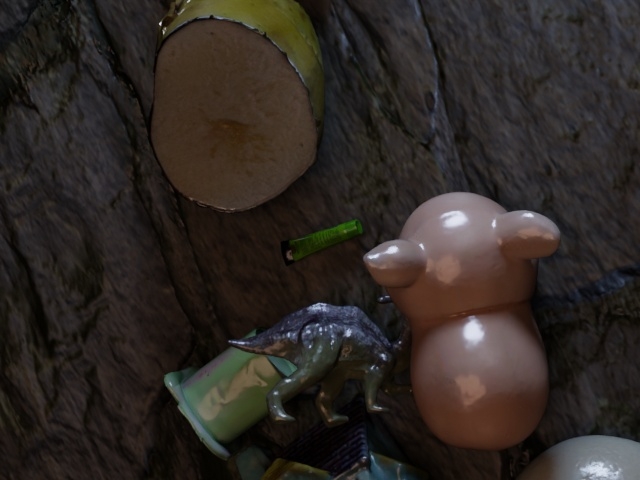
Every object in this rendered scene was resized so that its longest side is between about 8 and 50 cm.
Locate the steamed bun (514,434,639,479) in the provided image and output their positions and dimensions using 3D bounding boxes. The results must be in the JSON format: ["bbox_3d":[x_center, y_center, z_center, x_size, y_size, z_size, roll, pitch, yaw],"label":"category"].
[{"bbox_3d":[0.356,0.389,1.593,0.283,0.177,0.283,2,95,20],"label":"steamed bun"}]

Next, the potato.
[{"bbox_3d":[-0.103,-0.205,1.719,0.247,0.196,0.299,12,126,5],"label":"potato"}]

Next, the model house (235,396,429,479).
[{"bbox_3d":[-0.006,0.342,1.720,0.280,0.230,0.248,-38,57,16],"label":"model house"}]

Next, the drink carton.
[{"bbox_3d":[-0.108,0.205,1.771,0.142,0.146,0.144,-35,83,10],"label":"drink carton"}]

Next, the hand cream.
[{"bbox_3d":[0.000,0.000,1.772,0.122,0.023,0.036,-20,78,20],"label":"hand cream"}]

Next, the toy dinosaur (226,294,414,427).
[{"bbox_3d":[0.031,0.161,1.695,0.294,0.077,0.162,-4,71,-19],"label":"toy dinosaur"}]

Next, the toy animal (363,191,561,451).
[{"bbox_3d":[0.185,0.098,1.596,0.237,0.269,0.326,-9,51,2],"label":"toy animal"}]
